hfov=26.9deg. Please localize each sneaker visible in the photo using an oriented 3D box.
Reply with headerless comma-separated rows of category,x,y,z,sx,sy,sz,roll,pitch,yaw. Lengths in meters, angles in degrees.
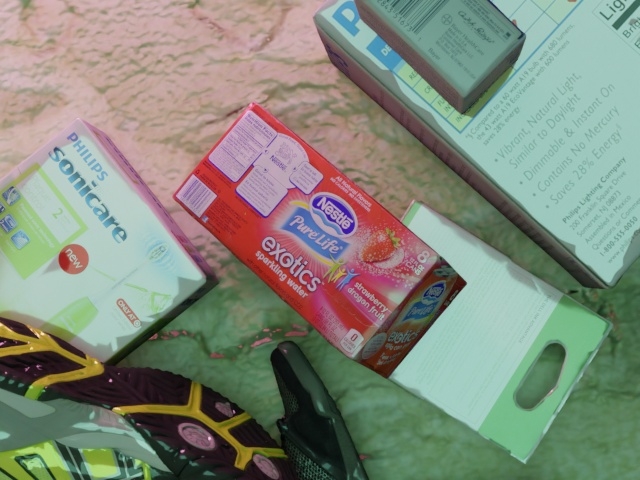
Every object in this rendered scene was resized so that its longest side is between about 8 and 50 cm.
sneaker,-0.197,0.199,1.249,0.385,0.145,0.147,24,108,-8
sneaker,-0.027,0.220,1.340,0.130,0.087,0.227,-21,92,-4

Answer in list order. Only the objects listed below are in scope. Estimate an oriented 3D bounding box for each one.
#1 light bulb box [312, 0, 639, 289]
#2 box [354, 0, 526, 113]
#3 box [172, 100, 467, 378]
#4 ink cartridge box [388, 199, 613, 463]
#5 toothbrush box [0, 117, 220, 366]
light bulb box,0.245,-0.200,1.273,0.361,0.225,0.358,43,91,4
box,0.097,-0.176,1.101,0.126,0.137,0.072,45,93,4
box,0.000,0.000,1.293,0.257,0.122,0.128,41,92,23
ink cartridge box,0.148,0.090,1.351,0.235,0.056,0.171,32,90,3
toothbrush box,-0.277,0.048,1.344,0.283,0.122,0.206,-38,87,0
